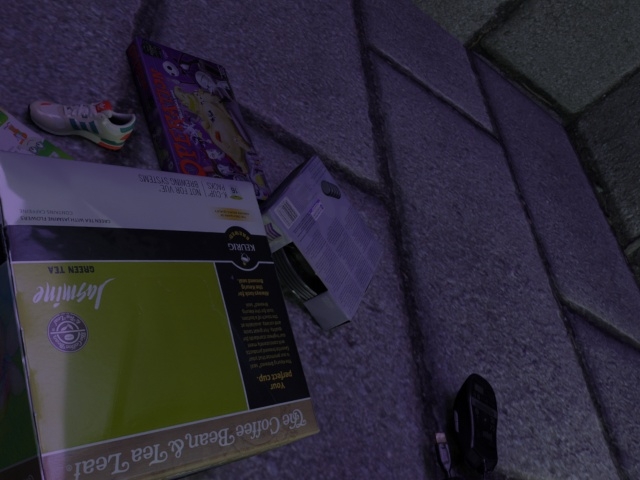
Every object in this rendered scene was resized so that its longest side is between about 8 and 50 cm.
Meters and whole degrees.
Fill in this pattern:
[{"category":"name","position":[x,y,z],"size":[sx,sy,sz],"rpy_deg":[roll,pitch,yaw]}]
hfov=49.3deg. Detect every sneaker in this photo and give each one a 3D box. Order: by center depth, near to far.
[{"category":"sneaker","position":[-0.362,-0.195,1.076],"size":[0.161,0.075,0.057],"rpy_deg":[15,46,-41]}]

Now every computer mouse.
[{"category":"computer mouse","position":[0.253,0.359,1.262],"size":[0.184,0.060,0.262],"rpy_deg":[29,50,-35]}]

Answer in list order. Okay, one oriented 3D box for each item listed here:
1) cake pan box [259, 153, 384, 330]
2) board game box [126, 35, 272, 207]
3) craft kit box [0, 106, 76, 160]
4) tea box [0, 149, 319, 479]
[{"category":"cake pan box","position":[0.000,0.000,1.276],"size":[0.246,0.070,0.267],"rpy_deg":[52,32,-13]},{"category":"board game box","position":[-0.223,-0.212,1.287],"size":[0.208,0.056,0.347],"rpy_deg":[4,54,-43]},{"category":"craft kit box","position":[-0.470,-0.097,0.873],"size":[0.246,0.061,0.250],"rpy_deg":[36,35,-16]},{"category":"tea box","position":[-0.219,0.107,0.766],"size":[0.329,0.220,0.323],"rpy_deg":[3,64,-48]}]
